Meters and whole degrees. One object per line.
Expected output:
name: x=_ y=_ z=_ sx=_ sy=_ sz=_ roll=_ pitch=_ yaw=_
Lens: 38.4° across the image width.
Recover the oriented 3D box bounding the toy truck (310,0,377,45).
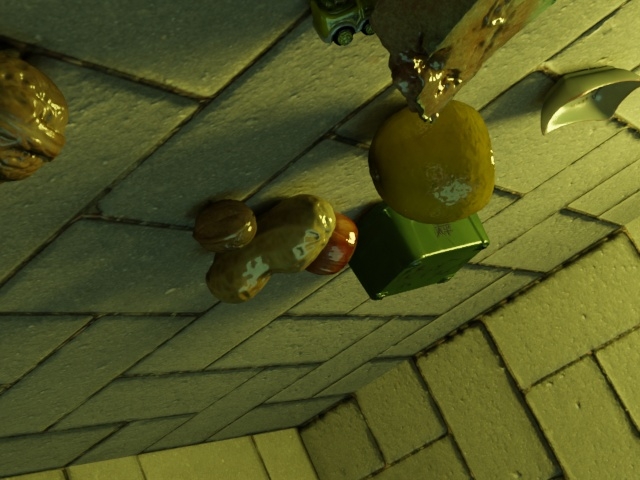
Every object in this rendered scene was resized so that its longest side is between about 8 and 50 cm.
toy truck: x=0.042 y=-0.335 z=1.310 sx=0.111 sy=0.076 sz=0.077 roll=-24 pitch=140 yaw=-7

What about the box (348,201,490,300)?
box: x=0.230 y=0.012 z=2.217 sx=0.328 sy=0.178 sz=0.253 roll=-10 pitch=156 yaw=-36

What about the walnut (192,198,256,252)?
walnut: x=-0.183 y=-0.026 z=1.747 sx=0.124 sy=0.105 sz=0.105 roll=-22 pitch=160 yaw=-8

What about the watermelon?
watermelon: x=0.189 y=-0.340 z=1.323 sx=0.302 sy=0.151 sz=0.264 roll=-43 pitch=162 yaw=12

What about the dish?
dish: x=0.570 y=-0.312 z=1.974 sx=0.212 sy=0.077 sz=0.151 roll=-15 pitch=159 yaw=-27

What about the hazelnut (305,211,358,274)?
hazelnut: x=0.000 y=0.000 z=2.002 sx=0.150 sy=0.150 sz=0.150 roll=-23 pitch=160 yaw=-9

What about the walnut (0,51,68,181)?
walnut: x=-0.392 y=-0.148 z=1.130 sx=0.155 sy=0.155 sz=0.184 roll=-30 pitch=161 yaw=11

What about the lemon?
lemon: x=0.197 y=-0.144 z=1.724 sx=0.219 sy=0.240 sz=0.240 roll=-10 pitch=157 yaw=-9

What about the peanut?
peanut: x=-0.104 y=0.017 z=1.876 sx=0.305 sy=0.147 sz=0.147 roll=-28 pitch=160 yaw=10
